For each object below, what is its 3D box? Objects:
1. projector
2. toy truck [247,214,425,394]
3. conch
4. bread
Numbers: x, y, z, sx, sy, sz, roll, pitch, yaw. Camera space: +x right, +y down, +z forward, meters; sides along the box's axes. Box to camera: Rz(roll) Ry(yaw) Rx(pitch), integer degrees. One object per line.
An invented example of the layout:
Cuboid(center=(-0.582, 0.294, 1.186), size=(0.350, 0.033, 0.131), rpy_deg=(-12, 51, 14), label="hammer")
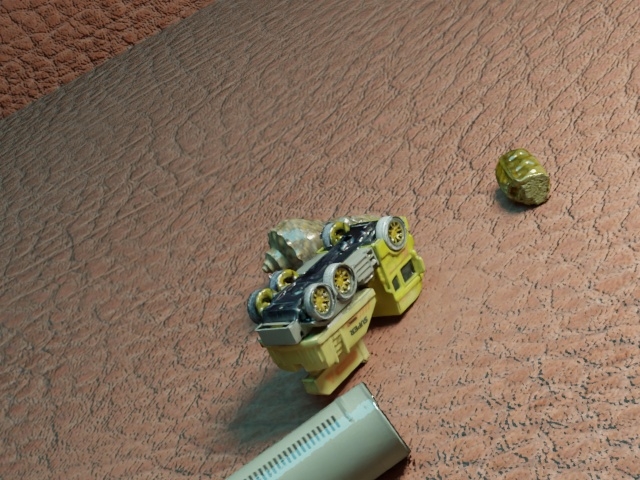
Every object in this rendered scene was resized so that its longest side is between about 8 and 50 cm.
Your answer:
Cuboid(center=(-0.057, 0.304, 1.597), size=(0.337, 0.108, 0.108), rpy_deg=(-35, 28, -4), label="projector")
Cuboid(center=(0.031, 0.085, 1.816), size=(0.124, 0.157, 0.272), rpy_deg=(-7, 25, 41), label="toy truck")
Cuboid(center=(0.000, 0.000, 2.002), size=(0.207, 0.130, 0.155), rpy_deg=(-27, 38, -19), label="conch")
Cuboid(center=(0.283, -0.091, 1.925), size=(0.066, 0.060, 0.110), rpy_deg=(-59, 22, 18), label="bread")
